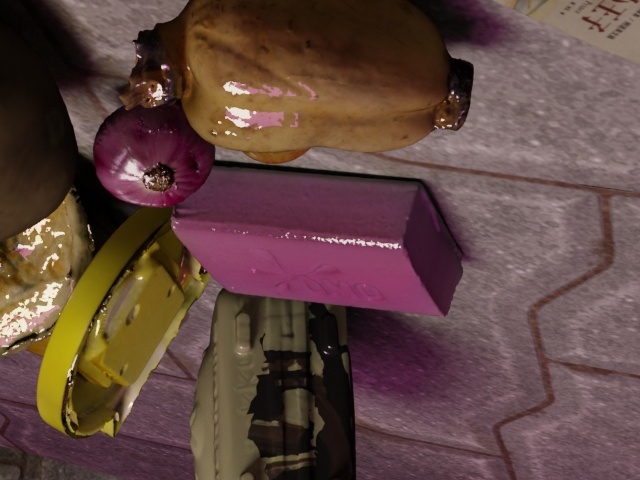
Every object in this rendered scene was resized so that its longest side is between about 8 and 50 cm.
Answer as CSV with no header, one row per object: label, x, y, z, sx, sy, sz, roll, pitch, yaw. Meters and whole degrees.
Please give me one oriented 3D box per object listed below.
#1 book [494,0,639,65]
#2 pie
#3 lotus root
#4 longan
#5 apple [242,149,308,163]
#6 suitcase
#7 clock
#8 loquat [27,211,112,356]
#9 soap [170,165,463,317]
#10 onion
book,0.158,-0.202,0.940,0.289,0.026,0.201,21,157,-11
pie,-0.371,-0.001,1.567,0.274,0.274,0.055,14,-160,5
lotus root,-0.016,-0.130,1.096,0.257,0.140,0.154,8,147,-8
longan,-0.331,-0.100,1.288,0.248,0.248,0.248,14,159,5
apple,-0.040,-0.107,1.249,0.084,0.084,0.071,2,138,33
suitcase,-0.063,0.244,1.774,0.194,0.351,0.339,0,161,-6
clock,-0.219,0.080,1.584,0.071,0.277,0.293,28,162,12
loquat,-0.321,0.040,1.691,0.227,0.179,0.179,35,155,-14
soap,-0.001,0.002,1.491,0.259,0.081,0.181,7,157,22
onion,-0.157,-0.085,1.382,0.115,0.104,0.115,-6,121,-9
